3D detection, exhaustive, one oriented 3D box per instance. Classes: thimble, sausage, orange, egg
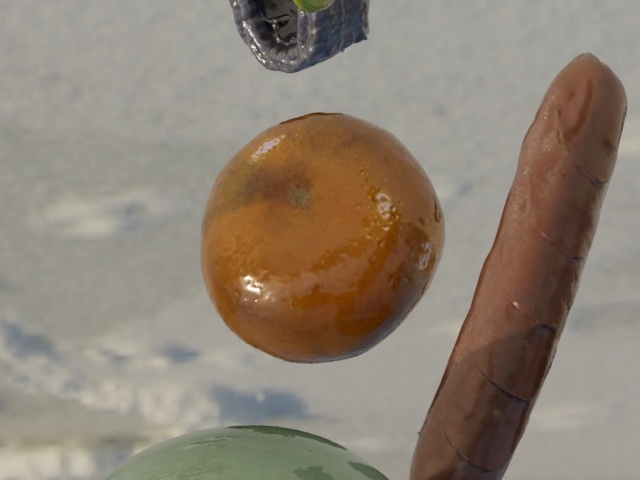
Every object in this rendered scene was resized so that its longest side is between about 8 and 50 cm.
[{"bbox_3d":[-0.021,-0.263,2.074,0.098,0.150,0.150,-29,179,-39],"label":"thimble"},{"bbox_3d":[0.162,0.044,1.527,0.088,0.433,0.088,20,167,5],"label":"sausage"},{"bbox_3d":[0.000,0.000,1.785,0.240,0.240,0.171,-7,163,7],"label":"orange"},{"bbox_3d":[-0.059,0.227,1.284,0.283,0.203,0.203,-10,161,36],"label":"egg"}]

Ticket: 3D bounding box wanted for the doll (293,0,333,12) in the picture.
[{"bbox_3d":[-0.056,-0.185,1.090,0.241,0.098,0.135,13,-174,26],"label":"doll"}]
